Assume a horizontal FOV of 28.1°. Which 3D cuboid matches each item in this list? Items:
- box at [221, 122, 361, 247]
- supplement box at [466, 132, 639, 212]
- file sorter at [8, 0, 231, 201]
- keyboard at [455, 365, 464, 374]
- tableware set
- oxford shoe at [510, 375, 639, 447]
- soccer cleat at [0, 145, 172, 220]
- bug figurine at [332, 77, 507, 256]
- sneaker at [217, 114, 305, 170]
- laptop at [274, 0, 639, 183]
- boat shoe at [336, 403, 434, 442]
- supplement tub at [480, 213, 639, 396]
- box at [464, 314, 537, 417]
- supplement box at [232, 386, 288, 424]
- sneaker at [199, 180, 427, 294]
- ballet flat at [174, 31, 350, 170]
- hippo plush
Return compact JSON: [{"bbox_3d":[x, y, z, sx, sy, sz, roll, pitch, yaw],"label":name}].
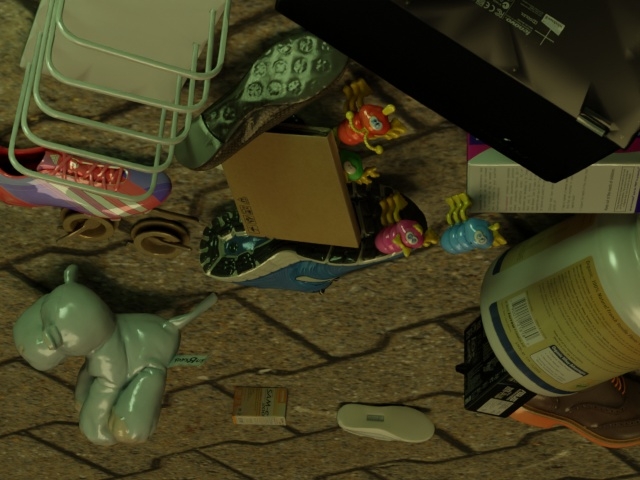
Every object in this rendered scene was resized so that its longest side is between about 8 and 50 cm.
[{"bbox_3d":[-0.042,-0.071,1.621,0.164,0.021,0.201,7,140,22],"label":"box"},{"bbox_3d":[0.290,-0.107,1.582,0.220,0.111,0.114,-1,149,7],"label":"supplement box"},{"bbox_3d":[-0.227,-0.194,1.434,0.193,0.173,0.277,14,147,-18],"label":"file sorter"},{"bbox_3d":[0.336,0.247,2.259,0.192,0.038,0.100,25,166,-33],"label":"keyboard"},{"bbox_3d":[-0.289,-0.007,1.880,0.194,0.039,0.128,14,148,-17],"label":"tableware set"},{"bbox_3d":[0.473,0.258,2.165,0.364,0.130,0.132,11,133,-26],"label":"oxford shoe"},{"bbox_3d":[-0.327,-0.084,1.722,0.248,0.083,0.095,3,145,5],"label":"soccer cleat"},{"bbox_3d":[0.093,-0.062,1.597,0.279,0.072,0.216,46,151,-10],"label":"bug figurine"},{"bbox_3d":[-0.084,-0.133,1.635,0.152,0.058,0.084,5,139,21],"label":"sneaker"},{"bbox_3d":[0.179,-0.270,1.273,0.382,0.236,0.408,32,117,-2],"label":"laptop"},{"bbox_3d":[0.121,0.350,2.413,0.184,0.066,0.063,2,160,1],"label":"boat shoe"},{"bbox_3d":[0.398,0.065,1.744,0.228,0.228,0.316,24,144,-30],"label":"supplement tub"},{"bbox_3d":[0.299,0.178,2.022,0.078,0.147,0.180,13,147,-16],"label":"box"},{"bbox_3d":[-0.111,0.306,2.362,0.098,0.062,0.036,0,147,5],"label":"supplement box"},{"bbox_3d":[0.000,0.000,1.810,0.330,0.129,0.147,-8,162,25],"label":"sneaker"},{"bbox_3d":[-0.067,-0.163,1.519,0.250,0.084,0.058,-37,165,13],"label":"ballet flat"},{"bbox_3d":[-0.356,0.184,2.018,0.294,0.234,0.236,-22,141,37],"label":"hippo plush"}]
